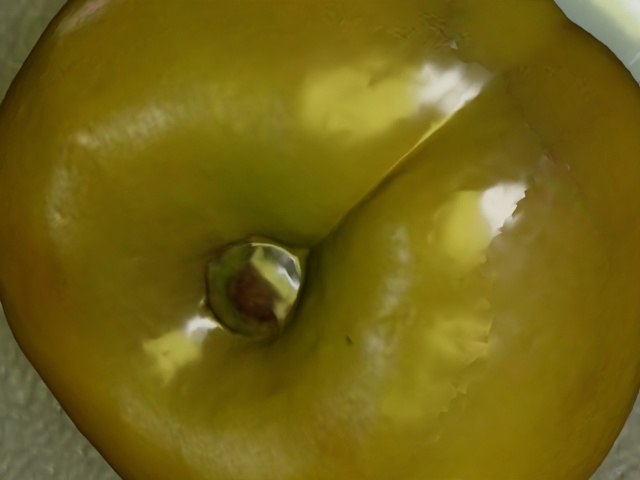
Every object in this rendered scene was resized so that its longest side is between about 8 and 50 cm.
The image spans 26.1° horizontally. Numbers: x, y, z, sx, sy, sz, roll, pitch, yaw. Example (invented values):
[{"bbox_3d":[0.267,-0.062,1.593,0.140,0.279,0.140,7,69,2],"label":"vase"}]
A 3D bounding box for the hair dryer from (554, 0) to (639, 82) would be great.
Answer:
[{"bbox_3d":[0.131,-0.173,0.482,0.131,0.073,0.236,42,100,0],"label":"hair dryer"}]

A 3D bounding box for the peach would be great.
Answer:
[{"bbox_3d":[0.000,0.000,0.489,0.251,0.153,0.251,7,111,19],"label":"peach"}]
